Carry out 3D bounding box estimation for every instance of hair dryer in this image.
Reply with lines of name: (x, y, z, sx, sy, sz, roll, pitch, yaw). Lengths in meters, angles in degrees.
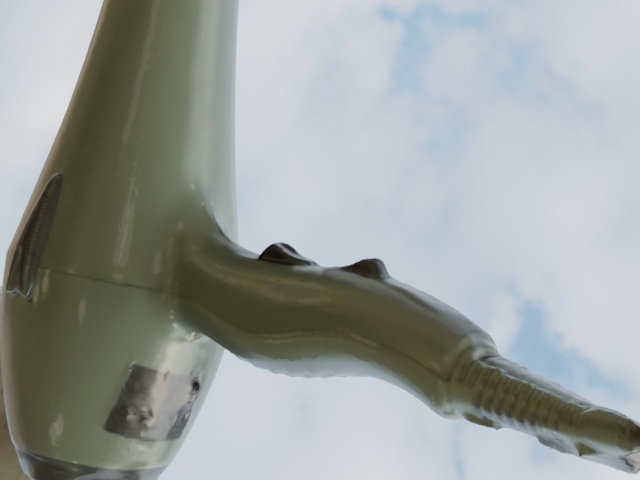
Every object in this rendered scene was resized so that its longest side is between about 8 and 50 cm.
hair dryer: (-0.011, -0.034, 0.435, 0.267, 0.092, 0.229, -12, -104, 40)

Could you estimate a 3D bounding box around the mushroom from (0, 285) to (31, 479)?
mushroom: (-0.254, 0.158, 1.008, 0.243, 0.243, 0.243, -11, -111, 31)
